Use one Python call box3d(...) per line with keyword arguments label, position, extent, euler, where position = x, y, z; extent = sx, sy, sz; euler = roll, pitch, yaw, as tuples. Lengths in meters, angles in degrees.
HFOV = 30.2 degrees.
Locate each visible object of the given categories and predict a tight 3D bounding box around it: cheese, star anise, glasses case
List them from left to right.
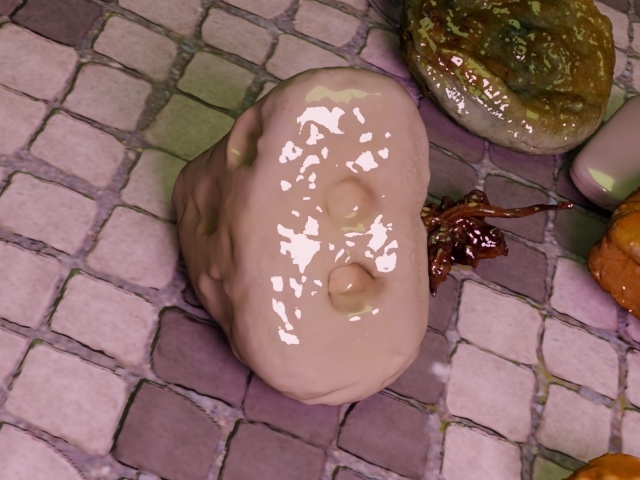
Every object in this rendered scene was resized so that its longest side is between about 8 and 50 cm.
box3d(label="cheese", position=(-0.001, 0.001, 0.948), extent=(0.173, 0.251, 0.248), euler=(-8, 69, -30))
box3d(label="star anise", position=(0.148, -0.014, 1.123), extent=(0.190, 0.070, 0.097), euler=(-10, 43, -17))
box3d(label="glasses case", position=(0.339, -0.099, 1.311), extent=(0.081, 0.051, 0.204), euler=(40, 46, 11))

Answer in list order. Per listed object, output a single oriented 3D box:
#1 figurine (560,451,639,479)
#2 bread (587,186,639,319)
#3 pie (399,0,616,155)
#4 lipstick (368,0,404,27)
box3d(label="figurine", position=(0.283, 0.258, 0.917), extent=(0.246, 0.131, 0.156), euler=(41, 41, -6))
box3d(label="bread", position=(0.418, -0.017, 1.223), extent=(0.185, 0.109, 0.380), euler=(38, 38, 13))
box3d(label="pie", position=(0.212, -0.222, 1.305), extent=(0.277, 0.078, 0.277), euler=(9, 67, -21))
box3d(label="lipstick", position=(0.166, -0.324, 1.419), extent=(0.253, 0.079, 0.077), euler=(-31, 69, -37))
